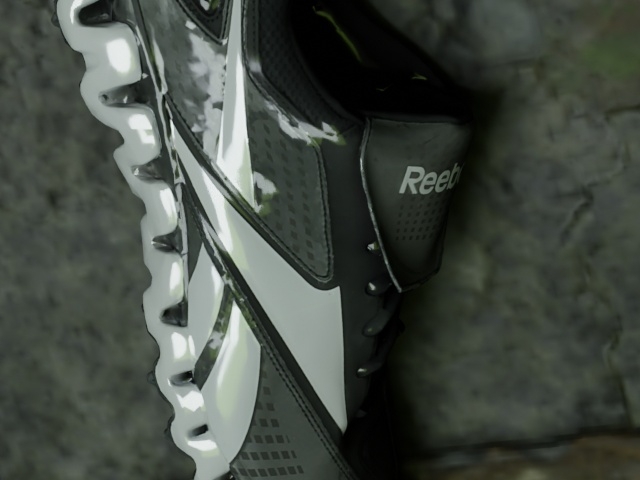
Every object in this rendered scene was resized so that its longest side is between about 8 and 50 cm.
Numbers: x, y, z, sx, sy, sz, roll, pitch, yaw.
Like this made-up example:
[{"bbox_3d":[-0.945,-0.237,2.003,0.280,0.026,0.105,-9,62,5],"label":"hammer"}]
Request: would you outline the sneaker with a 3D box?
[{"bbox_3d":[0.000,0.000,0.567,0.106,0.078,0.234,-10,105,25],"label":"sneaker"}]
